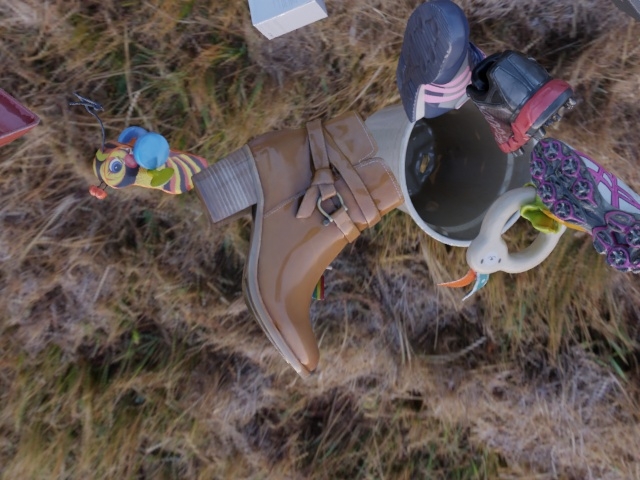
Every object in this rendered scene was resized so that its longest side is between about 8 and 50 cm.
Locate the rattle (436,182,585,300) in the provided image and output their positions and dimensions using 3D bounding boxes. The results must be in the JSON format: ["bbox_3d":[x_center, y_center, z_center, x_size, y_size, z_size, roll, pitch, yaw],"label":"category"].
[{"bbox_3d":[0.269,0.028,1.113,0.200,0.143,0.130,-40,138,-4],"label":"rattle"}]

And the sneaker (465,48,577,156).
[{"bbox_3d":[0.271,-0.197,1.162,0.097,0.276,0.135,-45,84,3],"label":"sneaker"}]

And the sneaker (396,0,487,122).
[{"bbox_3d":[0.196,-0.275,1.225,0.131,0.319,0.112,-15,82,-5],"label":"sneaker"}]

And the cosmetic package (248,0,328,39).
[{"bbox_3d":[-0.065,-0.422,1.197,0.099,0.060,0.239,-17,74,20],"label":"cosmetic package"}]

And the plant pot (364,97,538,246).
[{"bbox_3d":[0.233,-0.173,1.746,0.334,0.305,0.334,-4,100,-25],"label":"plant pot"}]

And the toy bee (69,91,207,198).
[{"bbox_3d":[-0.376,-0.147,1.607,0.298,0.195,0.162,25,89,-20],"label":"toy bee"}]

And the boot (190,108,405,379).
[{"bbox_3d":[0.000,0.000,0.978,0.220,0.109,0.283,-24,88,-11],"label":"boot"}]

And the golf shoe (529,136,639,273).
[{"bbox_3d":[0.306,-0.041,0.909,0.186,0.086,0.067,53,130,22],"label":"golf shoe"}]

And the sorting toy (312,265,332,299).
[{"bbox_3d":[-0.014,0.072,1.701,0.046,0.132,0.274,9,119,-14],"label":"sorting toy"}]

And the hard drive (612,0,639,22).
[{"bbox_3d":[0.508,-0.423,1.403,0.135,0.094,0.022,29,111,-40],"label":"hard drive"}]

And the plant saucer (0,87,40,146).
[{"bbox_3d":[-0.498,-0.145,0.912,0.258,0.259,0.048,35,130,14],"label":"plant saucer"}]
